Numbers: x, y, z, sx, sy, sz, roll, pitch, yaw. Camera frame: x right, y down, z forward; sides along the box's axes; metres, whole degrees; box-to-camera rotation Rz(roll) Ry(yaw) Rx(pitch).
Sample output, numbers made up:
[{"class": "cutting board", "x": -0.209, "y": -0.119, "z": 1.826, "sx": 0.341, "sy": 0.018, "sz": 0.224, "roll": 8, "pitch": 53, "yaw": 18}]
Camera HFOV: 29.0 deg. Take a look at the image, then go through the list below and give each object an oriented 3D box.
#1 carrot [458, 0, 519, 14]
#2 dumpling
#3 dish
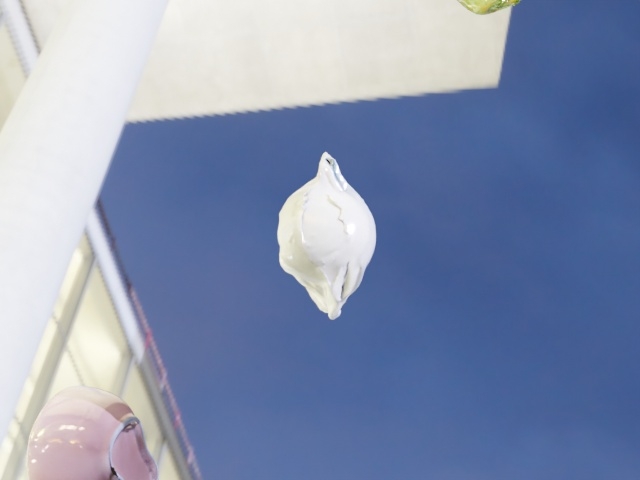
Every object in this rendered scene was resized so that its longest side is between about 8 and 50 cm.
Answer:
[{"class": "carrot", "x": 0.046, "y": -0.321, "z": 0.884, "sx": 0.074, "sy": 0.074, "sz": 0.358, "roll": -34, "pitch": -95, "yaw": 29}, {"class": "dumpling", "x": 0.000, "y": 0.000, "z": 1.366, "sx": 0.108, "sy": 0.188, "sz": 0.127, "roll": 0, "pitch": -17, "yaw": -18}, {"class": "dish", "x": -0.253, "y": 0.274, "z": 1.452, "sx": 0.090, "sy": 0.213, "sz": 0.213, "roll": -6, "pitch": -51, "yaw": 16}]
